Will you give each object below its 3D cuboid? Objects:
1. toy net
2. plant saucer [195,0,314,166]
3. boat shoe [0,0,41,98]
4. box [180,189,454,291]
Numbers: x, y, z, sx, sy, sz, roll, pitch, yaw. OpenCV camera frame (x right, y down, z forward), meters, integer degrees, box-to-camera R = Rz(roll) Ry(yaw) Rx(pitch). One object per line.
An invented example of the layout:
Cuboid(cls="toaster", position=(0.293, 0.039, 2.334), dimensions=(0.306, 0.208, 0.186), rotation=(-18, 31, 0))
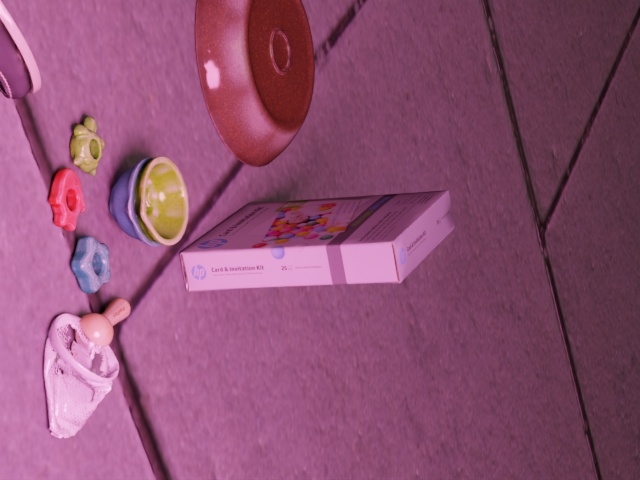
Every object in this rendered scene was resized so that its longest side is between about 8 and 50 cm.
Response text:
Cuboid(cls="toy net", position=(-0.158, 0.028, 1.341), dimensions=(0.122, 0.045, 0.232), rotation=(53, 40, -51))
Cuboid(cls="plant saucer", position=(-0.049, -0.164, 1.630), dimensions=(0.198, 0.036, 0.198), rotation=(-4, 90, -65))
Cuboid(cls="boat shoe", position=(-0.245, -0.154, 1.183), dimensions=(0.065, 0.075, 0.206), rotation=(-39, 142, -9))
Cuboid(cls="box", position=(0.000, 0.000, 1.526), dimensions=(0.145, 0.186, 0.038), rotation=(-39, 122, -61))
